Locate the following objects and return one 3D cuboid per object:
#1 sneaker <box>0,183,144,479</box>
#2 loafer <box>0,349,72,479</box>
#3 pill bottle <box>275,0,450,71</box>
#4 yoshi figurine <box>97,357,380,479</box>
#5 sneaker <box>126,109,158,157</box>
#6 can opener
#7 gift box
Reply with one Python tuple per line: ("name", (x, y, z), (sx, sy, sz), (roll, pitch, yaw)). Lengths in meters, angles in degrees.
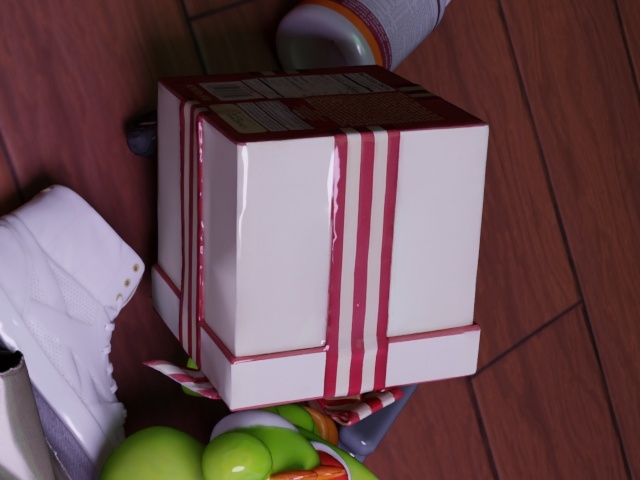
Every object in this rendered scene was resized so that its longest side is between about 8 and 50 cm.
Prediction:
("sneaker", (-0.199, 0.094, 1.262), (0.169, 0.108, 0.292), (-39, 111, -36))
("loafer", (-0.272, 0.135, 1.140), (0.251, 0.087, 0.094), (52, 28, 0))
("pill bottle", (0.059, -0.248, 1.536), (0.221, 0.121, 0.121), (-48, 118, -36))
("yoshi figurine", (-0.089, 0.212, 1.255), (0.203, 0.362, 0.203), (-43, 78, -1))
("sneaker", (-0.071, -0.088, 1.413), (0.271, 0.100, 0.108), (-1, 92, -44))
("can opener", (0.084, 0.123, 1.572), (0.093, 0.074, 0.280), (32, 57, 1))
("gift box", (-0.030, 0.000, 1.229), (0.276, 0.255, 0.258), (-5, 111, -17))
